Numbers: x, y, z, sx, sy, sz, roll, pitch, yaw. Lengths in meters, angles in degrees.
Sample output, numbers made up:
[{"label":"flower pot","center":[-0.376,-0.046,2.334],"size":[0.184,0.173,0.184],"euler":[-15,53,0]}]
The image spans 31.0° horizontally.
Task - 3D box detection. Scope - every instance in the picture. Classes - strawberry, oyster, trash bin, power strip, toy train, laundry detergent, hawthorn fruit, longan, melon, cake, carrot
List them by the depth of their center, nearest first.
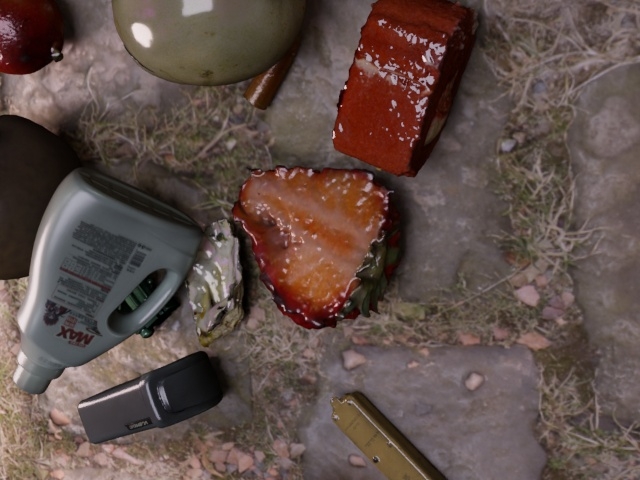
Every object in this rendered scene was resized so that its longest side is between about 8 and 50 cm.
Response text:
[{"label":"cake","center":[0.131,-0.236,1.696],"size":[0.151,0.177,0.282],"euler":[25,116,22]},{"label":"melon","center":[-0.179,-0.370,1.780],"size":[0.330,0.269,0.268],"euler":[-1,100,45]},{"label":"strawberry","center":[0.002,0.018,1.838],"size":[0.280,0.150,0.253],"euler":[6,83,29]},{"label":"carrot","center":[-0.076,-0.280,1.871],"size":[0.048,0.048,0.139],"euler":[39,114,16]},{"label":"power strip","center":[0.131,0.364,1.895],"size":[0.305,0.044,0.064],"euler":[45,117,15]},{"label":"laundry detergent","center":[-0.396,0.096,1.975],"size":[0.264,0.124,0.397],"euler":[24,106,-23]},{"label":"oyster","center":[-0.168,0.070,1.986],"size":[0.133,0.072,0.209],"euler":[-17,72,36]},{"label":"trash bin","center":[-0.289,0.275,2.027],"size":[0.236,0.177,0.101],"euler":[-21,90,33]},{"label":"hawthorn fruit","center":[-0.528,-0.367,2.035],"size":[0.188,0.169,0.169],"euler":[38,116,4]},{"label":"longan","center":[-0.559,-0.075,2.047],"size":[0.297,0.297,0.297],"euler":[6,103,27]},{"label":"toy train","center":[-0.341,0.092,2.080],"size":[0.111,0.071,0.170],"euler":[-43,78,19]}]
